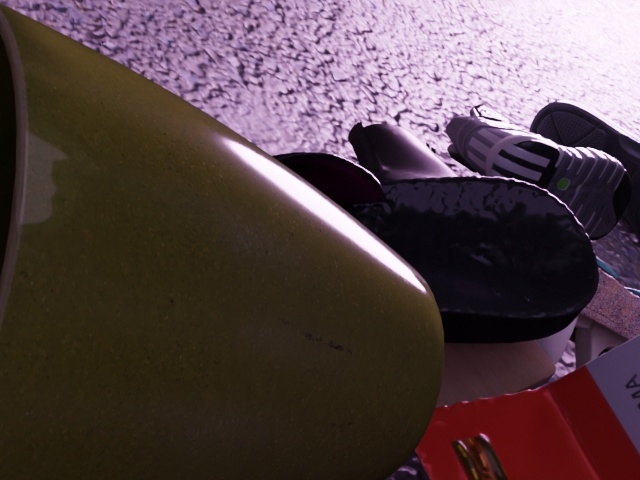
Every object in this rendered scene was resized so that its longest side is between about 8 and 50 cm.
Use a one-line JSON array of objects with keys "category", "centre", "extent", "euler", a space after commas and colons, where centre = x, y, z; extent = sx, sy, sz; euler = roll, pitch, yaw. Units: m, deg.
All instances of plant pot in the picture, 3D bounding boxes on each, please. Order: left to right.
[{"category": "plant pot", "centre": [-0.087, 0.047, 0.774], "extent": [0.293, 0.275, 0.275], "euler": [16, 38, -34]}]

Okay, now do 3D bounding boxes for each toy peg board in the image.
[{"category": "toy peg board", "centre": [0.056, 0.082, 1.080], "extent": [0.161, 0.079, 0.161], "euler": [-21, 63, -37]}]

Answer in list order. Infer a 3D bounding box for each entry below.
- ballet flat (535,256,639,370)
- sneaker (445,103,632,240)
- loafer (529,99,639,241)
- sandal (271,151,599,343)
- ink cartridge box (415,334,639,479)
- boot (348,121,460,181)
[{"category": "ballet flat", "centre": [0.218, 0.071, 1.215], "extent": [0.316, 0.107, 0.106], "euler": [27, 78, -21]}, {"category": "sneaker", "centre": [0.200, -0.078, 1.411], "extent": [0.132, 0.086, 0.229], "euler": [39, 11, 39]}, {"category": "loafer", "centre": [0.338, -0.059, 1.516], "extent": [0.267, 0.096, 0.084], "euler": [39, 26, 5]}, {"category": "sandal", "centre": [0.000, -0.002, 0.993], "extent": [0.446, 0.107, 0.167], "euler": [-6, 56, -28]}, {"category": "ink cartridge box", "centre": [0.285, 0.187, 0.984], "extent": [0.385, 0.091, 0.308], "euler": [-7, 54, -32]}, {"category": "boot", "centre": [0.123, -0.040, 1.292], "extent": [0.198, 0.077, 0.137], "euler": [21, 31, -29]}]
